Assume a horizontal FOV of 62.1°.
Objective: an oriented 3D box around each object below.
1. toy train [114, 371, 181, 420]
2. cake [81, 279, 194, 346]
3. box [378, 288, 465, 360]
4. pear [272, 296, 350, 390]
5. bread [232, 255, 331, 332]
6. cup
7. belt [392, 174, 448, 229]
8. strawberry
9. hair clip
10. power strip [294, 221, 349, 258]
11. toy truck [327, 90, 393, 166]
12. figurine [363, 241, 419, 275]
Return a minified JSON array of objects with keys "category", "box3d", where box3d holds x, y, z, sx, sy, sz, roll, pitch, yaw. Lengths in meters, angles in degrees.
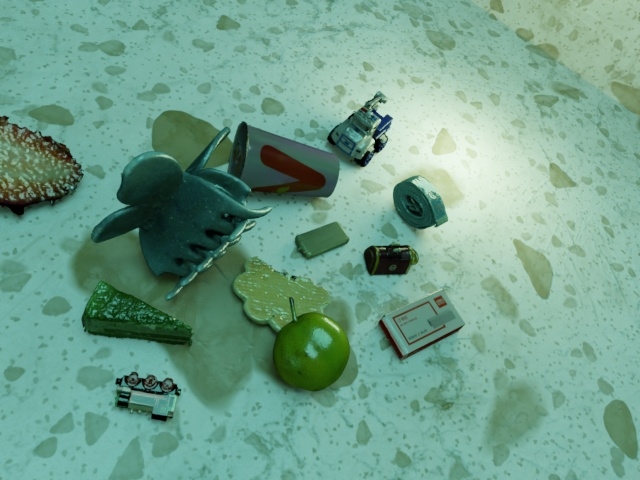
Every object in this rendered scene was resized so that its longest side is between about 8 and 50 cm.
[{"category":"toy train","box3d":[-0.369,0.330,1.126,0.138,0.050,0.087,14,57,-11]},{"category":"cake","box3d":[-0.397,0.166,1.192,0.235,0.100,0.099,11,55,-13]},{"category":"box","box3d":[0.271,0.225,1.432,0.229,0.050,0.123,-18,65,-29]},{"category":"pear","box3d":[-0.033,0.236,1.228,0.180,0.166,0.216,-30,96,-13]},{"category":"bread","box3d":[-0.104,0.150,1.351,0.251,0.039,0.181,25,53,-4]},{"category":"cup","box3d":[-0.102,-0.210,1.513,0.288,0.203,0.203,8,55,-23]},{"category":"belt","box3d":[0.300,-0.115,1.617,0.082,0.148,0.163,-24,97,-34]},{"category":"strawberry","box3d":[-0.757,-0.167,1.288,0.306,0.138,0.233,23,69,-36]},{"category":"hair clip","box3d":[-0.308,-0.053,1.232,0.238,0.318,0.392,47,25,-3]},{"category":"power strip","box3d":[0.000,0.000,1.497,0.169,0.028,0.076,-20,67,-32]},{"category":"toy truck","box3d":[0.141,-0.362,1.699,0.161,0.177,0.213,40,53,7]},{"category":"figurine","box3d":[0.210,0.040,1.506,0.154,0.098,0.082,-1,55,-18]}]
